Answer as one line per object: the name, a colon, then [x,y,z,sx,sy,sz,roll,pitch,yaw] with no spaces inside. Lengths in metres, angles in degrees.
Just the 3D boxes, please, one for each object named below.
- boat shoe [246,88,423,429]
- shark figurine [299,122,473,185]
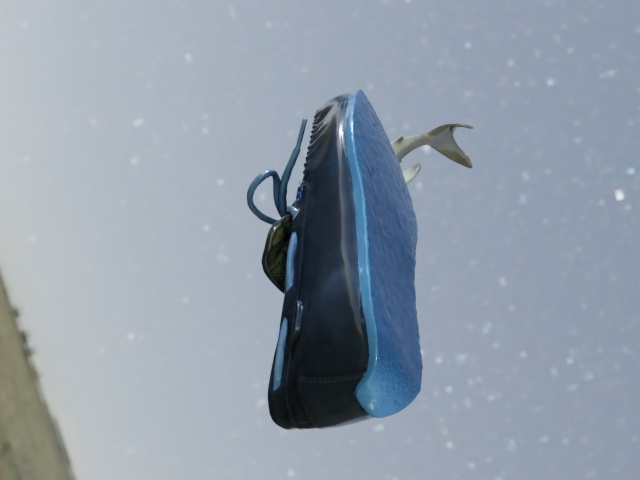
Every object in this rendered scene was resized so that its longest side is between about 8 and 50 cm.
boat shoe: [0.000,0.000,0.856,0.109,0.089,0.258,57,22,-29]
shark figurine: [0.082,-0.059,1.843,0.278,0.166,0.116,-53,146,-48]
